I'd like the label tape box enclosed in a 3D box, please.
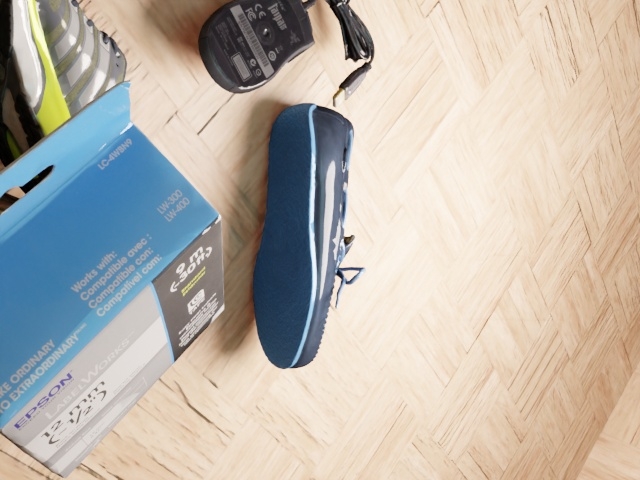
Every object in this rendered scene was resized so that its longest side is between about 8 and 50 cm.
[{"bbox_3d":[-0.207,0.058,0.661,0.249,0.115,0.347,-47,169,-24],"label":"label tape box"}]

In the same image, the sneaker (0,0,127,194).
[{"bbox_3d":[-0.249,-0.185,0.678,0.121,0.111,0.299,-35,133,-45],"label":"sneaker"}]

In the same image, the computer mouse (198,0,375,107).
[{"bbox_3d":[-0.040,-0.225,0.888,0.262,0.060,0.184,-51,120,-34],"label":"computer mouse"}]

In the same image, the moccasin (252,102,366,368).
[{"bbox_3d":[0.000,0.000,0.957,0.117,0.138,0.341,-2,106,-44],"label":"moccasin"}]

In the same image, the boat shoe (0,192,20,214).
[{"bbox_3d":[-0.369,-0.005,0.582,0.355,0.132,0.130,22,89,-47],"label":"boat shoe"}]
